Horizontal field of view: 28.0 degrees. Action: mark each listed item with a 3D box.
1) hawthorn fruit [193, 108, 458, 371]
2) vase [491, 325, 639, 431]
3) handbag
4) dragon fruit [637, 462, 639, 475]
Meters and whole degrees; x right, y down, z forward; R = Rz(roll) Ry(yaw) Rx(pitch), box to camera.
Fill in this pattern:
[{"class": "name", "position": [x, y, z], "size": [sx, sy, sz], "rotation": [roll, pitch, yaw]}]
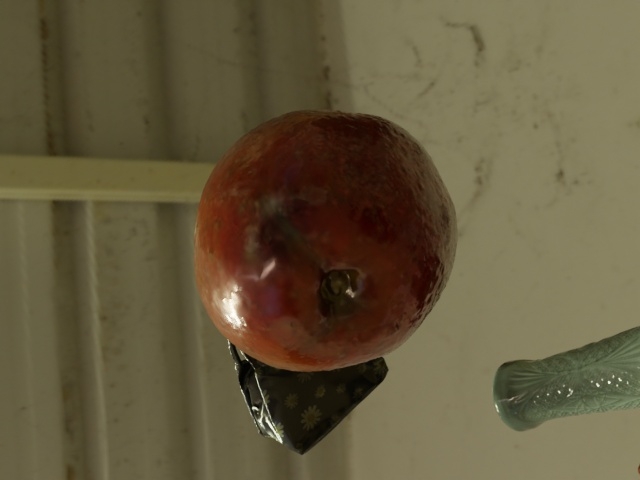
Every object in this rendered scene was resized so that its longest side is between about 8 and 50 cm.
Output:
[{"class": "hawthorn fruit", "position": [0.000, 0.000, 0.796], "size": [0.172, 0.173, 0.173], "rotation": [9, -104, -36]}, {"class": "vase", "position": [0.278, 0.136, 1.280], "size": [0.096, 0.219, 0.096], "rotation": [22, -121, -43]}, {"class": "handbag", "position": [-0.028, 0.089, 1.070], "size": [0.115, 0.072, 0.139], "rotation": [-40, -73, -19]}, {"class": "dragon fruit", "position": [0.330, 0.127, 0.944], "size": [0.152, 0.317, 0.205], "rotation": [21, -102, -1]}]
